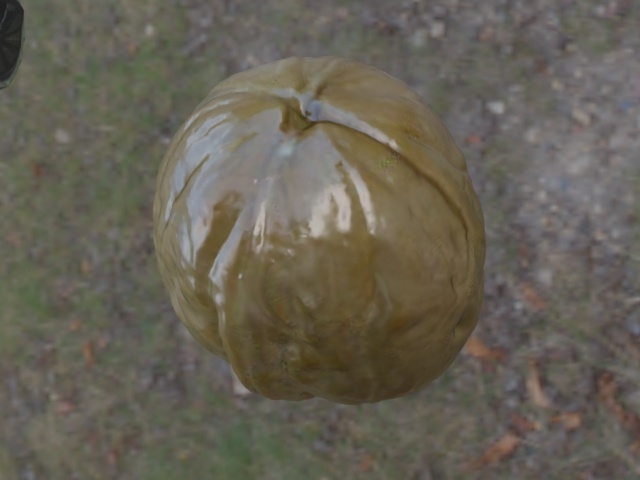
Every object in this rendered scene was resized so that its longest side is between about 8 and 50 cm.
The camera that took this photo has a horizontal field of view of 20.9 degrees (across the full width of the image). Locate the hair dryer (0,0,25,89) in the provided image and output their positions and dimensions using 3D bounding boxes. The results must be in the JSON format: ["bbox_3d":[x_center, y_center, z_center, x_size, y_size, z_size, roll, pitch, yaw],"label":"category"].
[{"bbox_3d":[-0.150,-0.012,0.501,0.167,0.067,0.199,-2,111,28],"label":"hair dryer"}]

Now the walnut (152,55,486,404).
[{"bbox_3d":[-0.001,0.002,1.462,0.313,0.277,0.252,88,174,-47],"label":"walnut"}]
